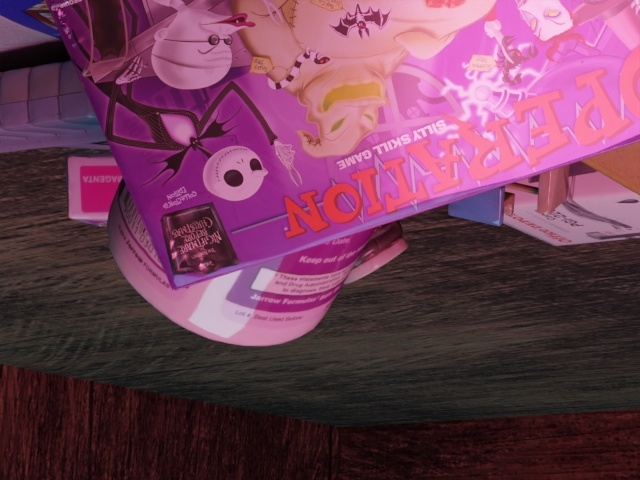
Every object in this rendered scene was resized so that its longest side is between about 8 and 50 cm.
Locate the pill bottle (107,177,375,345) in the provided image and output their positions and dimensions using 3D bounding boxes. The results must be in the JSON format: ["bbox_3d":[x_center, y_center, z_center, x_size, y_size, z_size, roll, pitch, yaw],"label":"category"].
[{"bbox_3d":[-0.014,-0.089,1.156,0.169,0.169,0.301,10,129,-26],"label":"pill bottle"}]

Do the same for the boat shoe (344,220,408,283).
[{"bbox_3d":[0.000,0.000,2.001,0.112,0.095,0.335,-30,-177,-21],"label":"boat shoe"}]

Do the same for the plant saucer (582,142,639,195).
[{"bbox_3d":[0.284,-0.080,1.319,0.333,0.081,0.333,33,178,20],"label":"plant saucer"}]

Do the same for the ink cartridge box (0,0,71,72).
[{"bbox_3d":[-0.192,-0.173,1.291,0.303,0.072,0.307,-1,176,15],"label":"ink cartridge box"}]

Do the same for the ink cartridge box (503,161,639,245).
[{"bbox_3d":[0.270,-0.060,1.624,0.217,0.092,0.158,-4,165,36],"label":"ink cartridge box"}]

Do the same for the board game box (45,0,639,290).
[{"bbox_3d":[0.040,-0.116,1.015,0.346,0.056,0.208,-19,119,8],"label":"board game box"}]

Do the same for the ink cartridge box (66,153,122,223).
[{"bbox_3d":[-0.105,-0.038,1.571,0.185,0.065,0.311,0,180,2],"label":"ink cartridge box"}]

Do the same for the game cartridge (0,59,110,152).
[{"bbox_3d":[-0.114,-0.098,1.458,0.230,0.068,0.355,3,-179,45],"label":"game cartridge"}]

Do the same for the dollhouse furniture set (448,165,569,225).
[{"bbox_3d":[0.073,-0.086,1.290,0.183,0.129,0.129,13,-153,26],"label":"dollhouse furniture set"}]
